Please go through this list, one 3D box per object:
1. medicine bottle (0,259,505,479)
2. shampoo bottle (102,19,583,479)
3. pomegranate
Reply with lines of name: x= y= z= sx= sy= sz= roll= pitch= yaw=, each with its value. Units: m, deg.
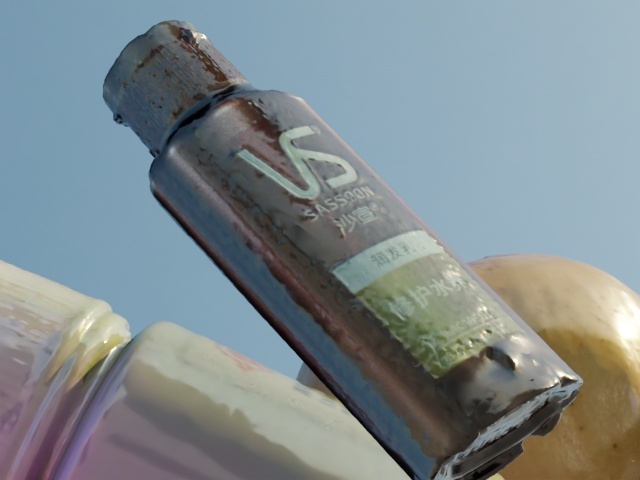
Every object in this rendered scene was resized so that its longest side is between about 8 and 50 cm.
medicine bottle: x=-0.088 y=0.177 z=1.220 sx=0.219 sy=0.388 sz=0.219 roll=23 pitch=-90 yaw=-86
shampoo bottle: x=0.000 y=0.000 z=1.055 sx=0.129 sy=0.323 sz=0.084 roll=-22 pitch=-30 yaw=-40
pomegranate: x=0.145 y=0.173 z=1.470 sx=0.338 sy=0.338 sz=0.338 roll=-20 pitch=-52 yaw=-28
